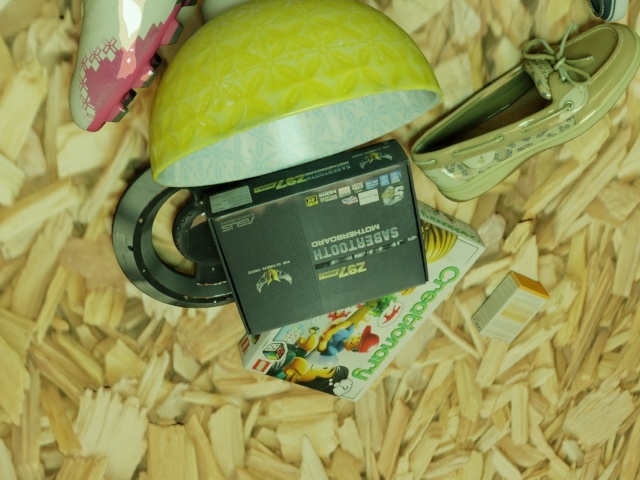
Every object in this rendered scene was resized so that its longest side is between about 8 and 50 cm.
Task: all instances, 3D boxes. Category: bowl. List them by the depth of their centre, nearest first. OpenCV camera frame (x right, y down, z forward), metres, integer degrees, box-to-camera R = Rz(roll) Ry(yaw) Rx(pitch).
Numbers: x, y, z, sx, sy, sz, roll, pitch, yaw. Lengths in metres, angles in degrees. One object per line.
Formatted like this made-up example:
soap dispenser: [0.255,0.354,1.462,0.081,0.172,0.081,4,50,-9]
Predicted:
bowl: [-0.042,-0.167,0.837,0.290,0.289,0.156,-17,88,-4]

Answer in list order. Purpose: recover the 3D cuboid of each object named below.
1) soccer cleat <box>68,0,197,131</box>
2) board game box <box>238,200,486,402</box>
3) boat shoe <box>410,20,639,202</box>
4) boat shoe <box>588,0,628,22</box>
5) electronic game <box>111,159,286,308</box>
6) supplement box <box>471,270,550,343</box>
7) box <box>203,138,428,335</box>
soccer cleat: [-0.173,-0.259,0.792,0.143,0.116,0.331,31,111,-16]
board game box: [0.051,0.076,1.138,0.193,0.053,0.305,22,117,-29]
boat shoe: [0.236,-0.155,0.986,0.285,0.104,0.089,-40,130,15]
boat shoe: [0.268,-0.307,0.911,0.083,0.065,0.183,-23,122,2]
electronic game: [-0.131,-0.013,1.017,0.229,0.048,0.229,-10,126,-14]
supplement box: [0.273,0.097,1.234,0.062,0.036,0.098,21,117,-30]
box: [0.000,0.000,0.997,0.233,0.059,0.183,-16,128,-3]
